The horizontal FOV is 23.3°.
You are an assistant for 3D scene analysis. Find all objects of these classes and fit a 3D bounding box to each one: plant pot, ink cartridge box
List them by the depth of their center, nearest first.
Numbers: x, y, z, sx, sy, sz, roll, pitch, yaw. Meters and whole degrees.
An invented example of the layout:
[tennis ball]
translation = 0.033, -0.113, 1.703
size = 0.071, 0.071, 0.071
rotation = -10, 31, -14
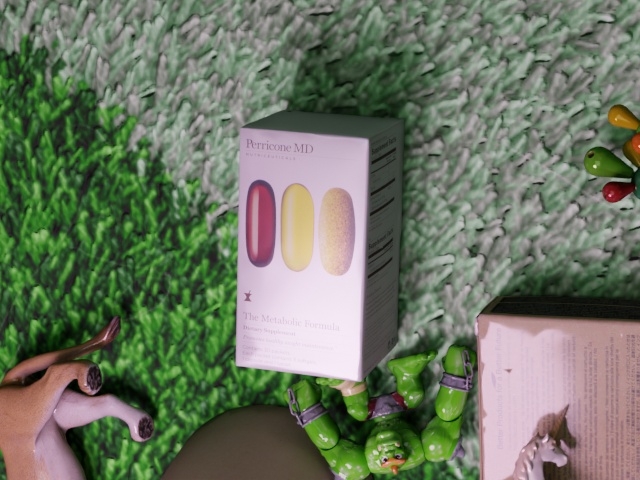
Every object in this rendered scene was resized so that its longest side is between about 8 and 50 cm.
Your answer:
[ink cartridge box]
translation = 0.258, 0.177, 1.536
size = 0.193, 0.088, 0.235
rotation = 3, 105, 20
[plant pot]
translation = -0.094, 0.332, 1.593
size = 0.256, 0.274, 0.256
rotation = 4, 103, 18

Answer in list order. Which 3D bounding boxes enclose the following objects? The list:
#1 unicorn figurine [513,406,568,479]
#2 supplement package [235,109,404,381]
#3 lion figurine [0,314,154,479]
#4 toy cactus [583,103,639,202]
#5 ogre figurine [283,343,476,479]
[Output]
[unicorn figurine]
translation = 0.204, 0.256, 1.494
size = 0.162, 0.060, 0.111
rotation = -39, 90, 24
[supplement package]
translation = 0.000, 0.000, 1.557
size = 0.139, 0.134, 0.244
rotation = 5, 104, 17
[lion figurine]
translation = -0.311, 0.275, 1.744
size = 0.240, 0.142, 0.392
rotation = 1, 89, 34
[toy cactus]
translation = 0.362, -0.059, 1.447
size = 0.219, 0.112, 0.180
rotation = -14, 108, 13
[ogre figurine]
translation = 0.072, 0.182, 1.602
size = 0.197, 0.097, 0.118
rotation = -13, 86, -11
